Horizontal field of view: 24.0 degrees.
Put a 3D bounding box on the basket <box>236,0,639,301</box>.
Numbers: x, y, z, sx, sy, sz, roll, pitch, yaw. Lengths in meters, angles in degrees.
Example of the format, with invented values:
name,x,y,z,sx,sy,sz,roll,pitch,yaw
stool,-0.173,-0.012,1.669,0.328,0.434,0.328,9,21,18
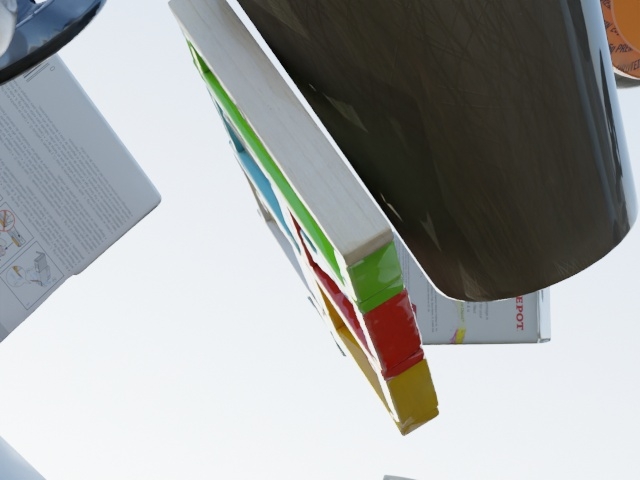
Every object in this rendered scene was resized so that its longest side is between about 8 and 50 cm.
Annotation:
name,x,y,z,sx,sy,sz,roll,pitch,yaw
basket,0.079,-0.094,0.824,0.204,0.154,0.227,-27,-68,-2

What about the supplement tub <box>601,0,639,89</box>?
name,x,y,z,sx,sy,sz,roll,pitch,yaw
supplement tub,0.251,-0.249,1.408,0.194,0.316,0.193,-4,-74,-14

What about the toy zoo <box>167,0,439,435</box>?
name,x,y,z,sx,sy,sz,roll,pitch,yaw
toy zoo,0.000,0.000,0.889,0.030,0.192,0.293,-31,-30,-6

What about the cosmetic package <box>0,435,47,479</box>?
name,x,y,z,sx,sy,sz,roll,pitch,yaw
cosmetic package,-0.181,0.169,0.749,0.107,0.127,0.238,-30,-54,4

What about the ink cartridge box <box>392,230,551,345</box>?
name,x,y,z,sx,sy,sz,roll,pitch,yaw
ink cartridge box,0.162,0.052,1.655,0.175,0.127,0.072,-2,-4,21

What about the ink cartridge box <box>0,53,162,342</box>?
name,x,y,z,sx,sy,sz,roll,pitch,yaw
ink cartridge box,-0.353,-0.077,1.610,0.296,0.261,0.066,56,-22,-23

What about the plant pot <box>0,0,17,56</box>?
name,x,y,z,sx,sy,sz,roll,pitch,yaw
plant pot,-0.282,-0.245,1.112,0.032,0.236,0.236,-26,-30,0

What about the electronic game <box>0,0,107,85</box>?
name,x,y,z,sx,sy,sz,roll,pitch,yaw
electronic game,-0.290,-0.186,1.333,0.229,0.229,0.048,-18,-58,14

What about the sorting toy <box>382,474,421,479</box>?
name,x,y,z,sx,sy,sz,roll,pitch,yaw
sorting toy,0.098,0.273,1.462,0.083,0.075,0.045,11,-4,21
